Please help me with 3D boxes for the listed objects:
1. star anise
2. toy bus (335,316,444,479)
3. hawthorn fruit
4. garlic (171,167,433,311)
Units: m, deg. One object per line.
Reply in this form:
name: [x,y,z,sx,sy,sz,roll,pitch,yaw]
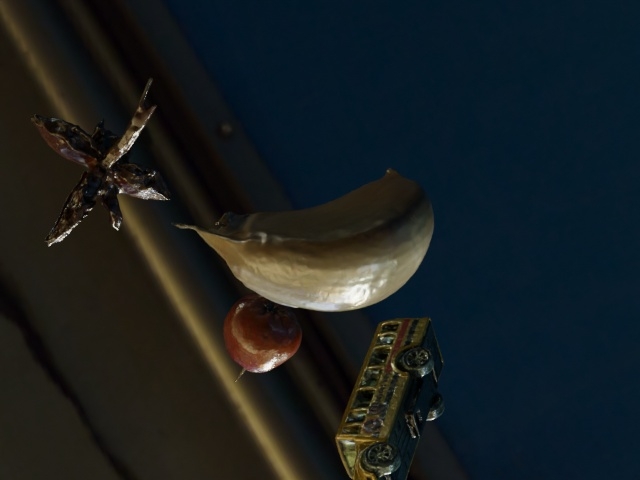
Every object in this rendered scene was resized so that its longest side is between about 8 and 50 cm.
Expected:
star anise: [-0.215,-0.083,1.300,0.144,0.158,0.140,-13,-90,56]
toy bus: [0.107,0.267,1.904,0.123,0.335,0.121,1,-50,23]
hawthorn fruit: [-0.090,0.147,1.919,0.125,0.125,0.140,23,-48,45]
garlic: [-0.005,0.011,1.641,0.196,0.339,0.151,-121,-158,-44]
